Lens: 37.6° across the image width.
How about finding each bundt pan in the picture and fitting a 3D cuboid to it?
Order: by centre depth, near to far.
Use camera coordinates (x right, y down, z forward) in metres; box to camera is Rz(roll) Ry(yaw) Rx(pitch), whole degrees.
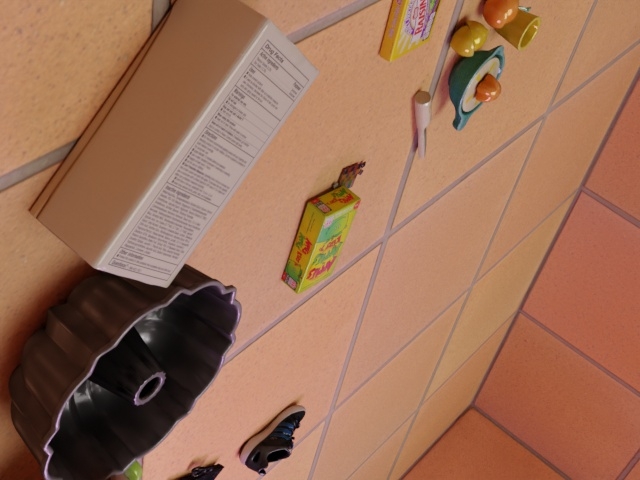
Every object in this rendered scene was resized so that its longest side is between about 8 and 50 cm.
[{"bbox_3d":[-0.256,0.152,1.197,0.331,0.124,0.330,-42,156,-24],"label":"bundt pan"}]

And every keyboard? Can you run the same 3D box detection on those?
[{"bbox_3d":[-0.255,0.475,1.842,0.108,0.023,0.180,-53,161,18],"label":"keyboard"}]

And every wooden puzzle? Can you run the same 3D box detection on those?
[{"bbox_3d":[0.046,-0.106,1.584,0.083,0.006,0.049,-25,145,-50],"label":"wooden puzzle"}]

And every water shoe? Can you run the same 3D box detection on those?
[{"bbox_3d":[-0.088,0.439,2.045,0.203,0.080,0.073,-34,152,-40],"label":"water shoe"}]

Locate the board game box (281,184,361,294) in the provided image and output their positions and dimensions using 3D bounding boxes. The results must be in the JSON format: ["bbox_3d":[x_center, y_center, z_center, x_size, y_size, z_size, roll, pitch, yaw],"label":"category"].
[{"bbox_3d":[0.000,0.000,1.590,0.092,0.043,0.181,-29,150,-42],"label":"board game box"}]

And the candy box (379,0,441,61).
[{"bbox_3d":[0.146,-0.364,1.365,0.105,0.027,0.205,-32,151,-36],"label":"candy box"}]

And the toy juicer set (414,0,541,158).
[{"bbox_3d":[0.269,-0.288,1.651,0.329,0.089,0.209,-54,159,4],"label":"toy juicer set"}]

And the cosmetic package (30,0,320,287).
[{"bbox_3d":[-0.152,-0.110,1.024,0.309,0.113,0.160,-55,158,2],"label":"cosmetic package"}]

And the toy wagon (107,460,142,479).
[{"bbox_3d":[-0.334,0.402,1.264,0.344,0.068,0.267,-33,-161,35],"label":"toy wagon"}]
